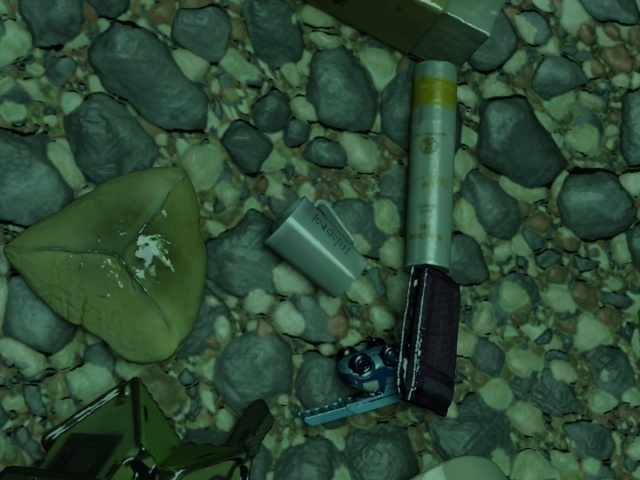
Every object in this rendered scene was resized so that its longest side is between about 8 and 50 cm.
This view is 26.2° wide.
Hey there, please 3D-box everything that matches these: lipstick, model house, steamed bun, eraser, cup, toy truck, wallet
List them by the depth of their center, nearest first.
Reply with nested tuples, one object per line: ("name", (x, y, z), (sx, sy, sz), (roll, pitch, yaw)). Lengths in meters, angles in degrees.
("model house", (-0.168, 0.228, 1.483), (0.279, 0.205, 0.218), (-57, 132, -36))
("steamed bun", (-0.208, 0.030, 1.556), (0.231, 0.110, 0.212), (-32, 87, -16))
("toy truck", (0.036, 0.164, 1.610), (0.136, 0.063, 0.074), (-13, 101, -15))
("wallet", (0.135, 0.118, 1.628), (0.111, 0.030, 0.166), (26, 67, -52))
("cup", (0.000, 0.000, 1.640), (0.116, 0.074, 0.104), (41, 42, -5))
("eraser", (0.049, -0.328, 1.686), (0.343, 0.144, 0.078), (27, 70, -6))
("lipstick", (0.136, -0.089, 1.694), (0.059, 0.059, 0.264), (6, 75, -12))

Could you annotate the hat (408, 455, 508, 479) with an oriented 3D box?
("hat", (0.191, 0.365, 1.560), (0.219, 0.164, 0.226), (-18, 103, -19))
